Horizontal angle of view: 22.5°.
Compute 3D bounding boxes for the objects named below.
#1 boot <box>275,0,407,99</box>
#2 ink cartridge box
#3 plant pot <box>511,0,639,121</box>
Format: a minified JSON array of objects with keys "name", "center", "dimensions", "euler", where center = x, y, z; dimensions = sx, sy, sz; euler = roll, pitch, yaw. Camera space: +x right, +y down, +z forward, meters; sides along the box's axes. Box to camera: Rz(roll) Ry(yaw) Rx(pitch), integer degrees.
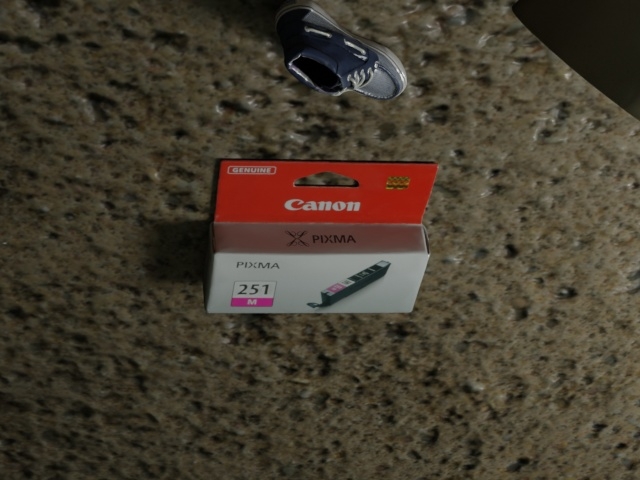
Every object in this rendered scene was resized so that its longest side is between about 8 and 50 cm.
[{"name":"boot","center":[0.024,-0.181,1.742],"dimensions":[0.190,0.086,0.069],"euler":[27,131,-36]},{"name":"ink cartridge box","center":[0.000,0.000,1.996],"dimensions":[0.275,0.060,0.239],"euler":[0,143,-9]},{"name":"plant pot","center":[0.362,-0.250,1.505],"dimensions":[0.256,0.256,0.274],"euler":[25,110,-35]}]
